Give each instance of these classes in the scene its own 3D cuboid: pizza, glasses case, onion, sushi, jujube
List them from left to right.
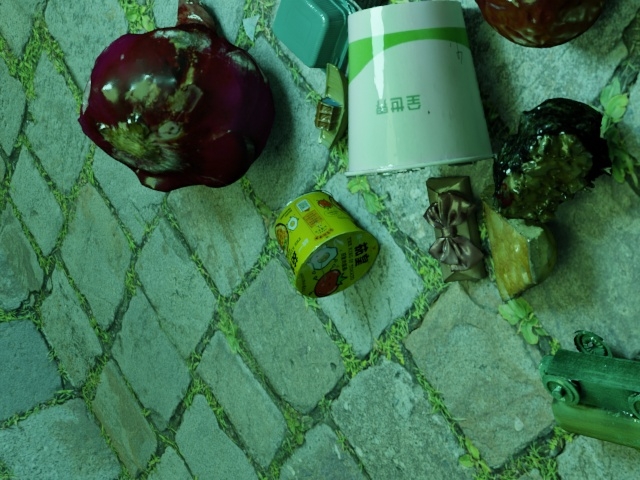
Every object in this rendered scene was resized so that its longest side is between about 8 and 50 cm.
[{"bbox_3d":[-0.278,-0.323,2.271,0.398,0.398,0.420,-49,24,49],"label":"onion"},{"bbox_3d":[0.234,-0.014,1.911,0.102,0.070,0.193,1,106,50],"label":"glasses case"},{"bbox_3d":[0.337,0.024,1.803,0.188,0.081,0.204,-130,25,-61],"label":"pizza"},{"bbox_3d":[0.301,-0.392,1.597,0.255,0.190,0.190,-122,35,-44],"label":"jujube"},{"bbox_3d":[0.349,-0.111,1.658,0.212,0.147,0.115,127,152,-51],"label":"sushi"}]

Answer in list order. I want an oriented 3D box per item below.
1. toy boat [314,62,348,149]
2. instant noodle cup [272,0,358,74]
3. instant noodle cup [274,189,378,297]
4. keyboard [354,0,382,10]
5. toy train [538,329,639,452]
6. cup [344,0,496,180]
[{"bbox_3d":[0.022,-0.254,2.078,0.065,0.066,0.172,40,133,38],"label":"toy boat"},{"bbox_3d":[-0.018,-0.407,2.063,0.179,0.070,0.157,48,136,29],"label":"instant noodle cup"},{"bbox_3d":[0.000,0.000,2.137,0.144,0.182,0.182,55,141,33],"label":"instant noodle cup"},{"bbox_3d":[0.036,-0.506,1.986,0.250,0.017,0.087,53,148,23],"label":"keyboard"},{"bbox_3d":[0.483,0.242,1.694,0.307,0.126,0.189,6,141,50],"label":"toy train"},{"bbox_3d":[0.148,-0.244,1.791,0.253,0.253,0.274,-2,98,52],"label":"cup"}]
